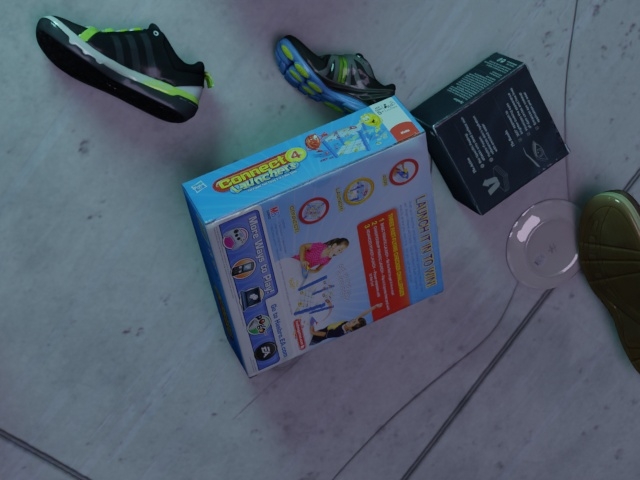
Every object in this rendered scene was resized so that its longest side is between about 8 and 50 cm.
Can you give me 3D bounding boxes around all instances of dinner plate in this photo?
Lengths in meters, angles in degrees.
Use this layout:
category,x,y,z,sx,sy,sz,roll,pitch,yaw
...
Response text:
category,x,y,z,sx,sy,sz,roll,pitch,yaw
dinner plate,0.340,0.008,2.075,0.141,0.017,0.141,-6,110,-17

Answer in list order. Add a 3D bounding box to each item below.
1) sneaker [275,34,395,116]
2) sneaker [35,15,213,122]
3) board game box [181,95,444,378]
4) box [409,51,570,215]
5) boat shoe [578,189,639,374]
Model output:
category,x,y,z,sx,sy,sz,roll,pitch,yaw
sneaker,0.020,-0.220,1.860,0.188,0.067,0.078,28,76,-24
sneaker,-0.243,-0.232,1.757,0.234,0.084,0.097,28,73,-27
board game box,0.000,0.000,1.847,0.302,0.086,0.308,-23,137,-12
box,0.231,-0.148,1.937,0.158,0.093,0.156,-35,116,-7
boat shoe,0.488,0.053,2.103,0.123,0.123,0.342,-47,120,-35
